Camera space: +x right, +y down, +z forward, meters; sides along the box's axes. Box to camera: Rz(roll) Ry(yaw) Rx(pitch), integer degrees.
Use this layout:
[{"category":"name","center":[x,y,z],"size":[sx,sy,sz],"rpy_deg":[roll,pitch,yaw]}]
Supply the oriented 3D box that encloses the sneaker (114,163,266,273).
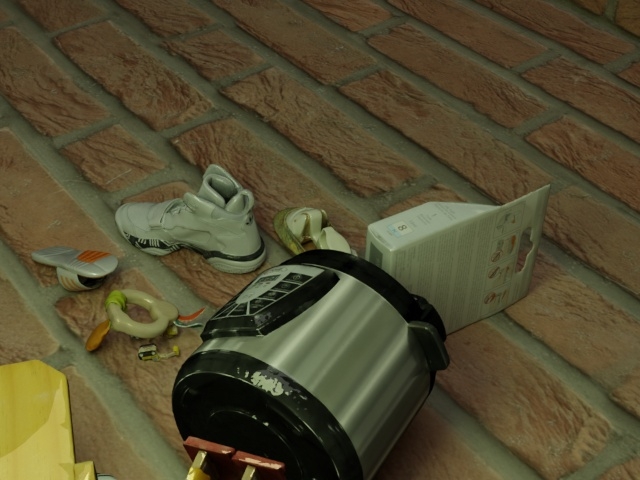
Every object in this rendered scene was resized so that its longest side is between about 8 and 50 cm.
[{"category":"sneaker","center":[-0.290,-0.068,2.124],"size":[0.365,0.210,0.137],"rpy_deg":[16,42,18]}]

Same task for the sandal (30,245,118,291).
[{"category":"sandal","center":[-0.521,0.065,2.083],"size":[0.265,0.076,0.102],"rpy_deg":[10,22,43]}]

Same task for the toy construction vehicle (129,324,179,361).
[{"category":"toy construction vehicle","center":[-0.330,0.204,1.945],"size":[0.098,0.035,0.086],"rpy_deg":[-10,39,0]}]

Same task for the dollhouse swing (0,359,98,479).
[{"category":"dollhouse swing","center":[-0.509,0.412,1.490],"size":[0.346,0.315,0.305],"rpy_deg":[-10,38,-11]}]

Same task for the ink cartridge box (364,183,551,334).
[{"category":"ink cartridge box","center":[0.261,0.046,1.917],"size":[0.385,0.308,0.091],"rpy_deg":[-22,46,-24]}]

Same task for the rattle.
[{"category":"rattle","center":[-0.341,0.180,1.928],"size":[0.199,0.143,0.130],"rpy_deg":[9,17,-38]}]

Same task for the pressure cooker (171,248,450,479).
[{"category":"pressure cooker","center":[-0.006,0.224,1.675],"size":[0.369,0.376,0.420],"rpy_deg":[33,49,13]}]

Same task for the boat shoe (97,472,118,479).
[{"category":"boat shoe","center":[-0.496,0.436,1.600],"size":[0.335,0.121,0.119],"rpy_deg":[-15,45,-15]}]

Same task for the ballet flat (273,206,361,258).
[{"category":"ballet flat","center":[0.000,0.000,2.120],"size":[0.123,0.123,0.348],"rpy_deg":[-18,43,-20]}]

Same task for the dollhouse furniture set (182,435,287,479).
[{"category":"dollhouse furniture set","center":[-0.125,0.457,1.410],"size":[0.152,0.374,0.201],"rpy_deg":[13,59,18]}]
